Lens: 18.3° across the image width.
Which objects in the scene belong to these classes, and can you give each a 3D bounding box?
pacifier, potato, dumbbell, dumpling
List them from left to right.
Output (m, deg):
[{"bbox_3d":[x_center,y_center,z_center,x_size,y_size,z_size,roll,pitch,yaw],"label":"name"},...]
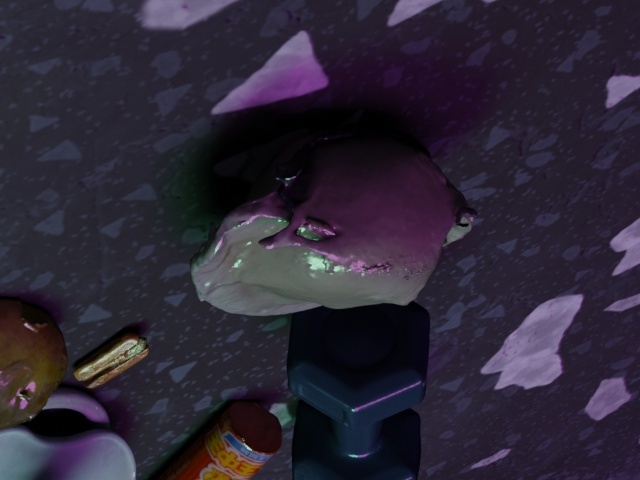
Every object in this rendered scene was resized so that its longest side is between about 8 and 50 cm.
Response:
[{"bbox_3d":[-0.318,0.130,1.782,0.200,0.081,0.164,-6,146,-32],"label":"potato"},{"bbox_3d":[-0.263,0.280,1.936,0.287,0.226,0.238,14,113,-53],"label":"pacifier"},{"bbox_3d":[0.002,-0.018,1.773,0.293,0.163,0.204,-4,178,-39],"label":"dumpling"},{"bbox_3d":[0.040,0.173,2.102,0.143,0.156,0.316,4,149,3],"label":"dumbbell"}]

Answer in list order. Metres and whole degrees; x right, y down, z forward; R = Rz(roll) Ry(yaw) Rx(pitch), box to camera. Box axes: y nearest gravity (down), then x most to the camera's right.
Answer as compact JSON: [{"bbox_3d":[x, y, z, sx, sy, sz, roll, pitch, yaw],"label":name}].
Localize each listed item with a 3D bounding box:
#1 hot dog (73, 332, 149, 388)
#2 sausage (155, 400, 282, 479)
[{"bbox_3d":[-0.201,0.112,1.917,0.083,0.021,0.037,-31,132,11],"label":"hot dog"},{"bbox_3d":[-0.150,0.280,2.191,0.074,0.074,0.274,7,138,-47],"label":"sausage"}]
